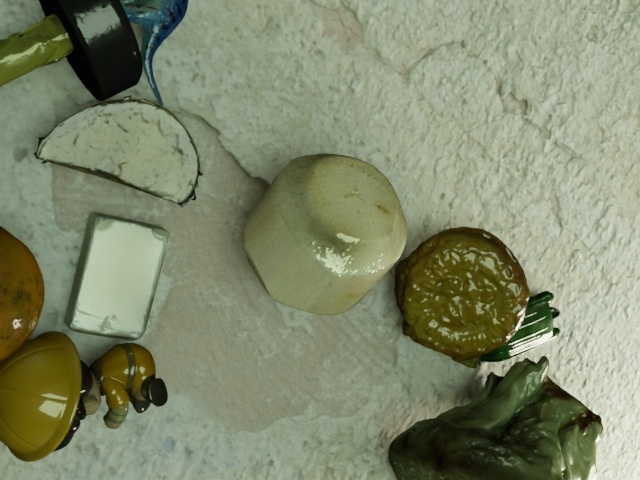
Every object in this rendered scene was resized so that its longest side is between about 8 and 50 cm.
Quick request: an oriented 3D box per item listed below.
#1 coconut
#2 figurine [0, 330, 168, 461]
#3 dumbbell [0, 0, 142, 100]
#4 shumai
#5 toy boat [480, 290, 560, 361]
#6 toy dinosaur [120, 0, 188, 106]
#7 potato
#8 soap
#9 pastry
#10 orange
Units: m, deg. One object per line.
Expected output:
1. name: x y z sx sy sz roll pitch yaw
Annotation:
1. coconut: 0.000 0.000 1.522 0.237 0.266 0.238 14 57 -23
2. figurine: -0.373 0.216 1.429 0.256 0.192 0.167 -16 104 -37
3. dumbbell: -0.426 -0.240 1.305 0.322 0.203 0.204 -30 110 -16
4. shumai: 0.345 0.374 1.695 0.323 0.397 0.324 -48 119 -28
5. toy boat: 0.370 0.169 1.820 0.210 0.052 0.104 -19 109 -19
6. toy dinosaur: -0.251 -0.374 1.426 0.144 0.076 0.329 21 74 -21
7. potato: -0.296 -0.147 1.438 0.243 0.098 0.138 19 90 -22
8. soap: -0.314 0.057 1.486 0.121 0.064 0.183 13 94 -25
9. pastry: 0.243 0.096 1.674 0.240 0.132 0.235 33 101 -4
10. orange: -0.504 0.066 1.322 0.240 0.171 0.240 9 63 -19
